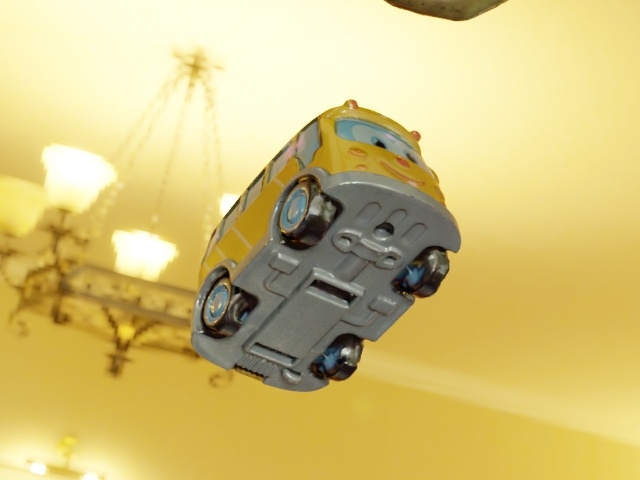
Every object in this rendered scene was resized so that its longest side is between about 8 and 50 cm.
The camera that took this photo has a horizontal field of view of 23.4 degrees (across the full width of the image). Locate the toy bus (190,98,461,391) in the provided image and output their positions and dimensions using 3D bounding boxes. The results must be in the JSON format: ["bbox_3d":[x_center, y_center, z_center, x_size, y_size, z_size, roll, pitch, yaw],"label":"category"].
[{"bbox_3d":[0.000,0.000,1.119,0.126,0.136,0.209,24,-52,-26],"label":"toy bus"}]

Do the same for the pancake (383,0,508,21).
[{"bbox_3d":[0.101,-0.290,1.205,0.212,0.235,0.029,-15,11,8],"label":"pancake"}]
